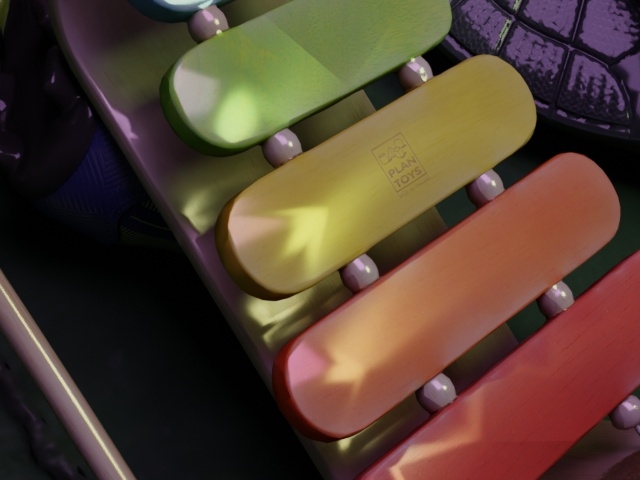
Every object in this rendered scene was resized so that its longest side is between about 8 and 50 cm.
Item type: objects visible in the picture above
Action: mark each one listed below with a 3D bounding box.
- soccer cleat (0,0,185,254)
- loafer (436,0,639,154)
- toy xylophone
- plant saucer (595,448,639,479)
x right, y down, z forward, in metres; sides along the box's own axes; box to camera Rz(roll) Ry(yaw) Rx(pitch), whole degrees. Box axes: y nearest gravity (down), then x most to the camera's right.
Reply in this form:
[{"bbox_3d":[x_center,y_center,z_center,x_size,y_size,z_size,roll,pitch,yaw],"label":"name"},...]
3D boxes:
[{"bbox_3d":[-0.093,-0.103,0.660,0.121,0.093,0.289,30,32,-32],"label":"soccer cleat"},{"bbox_3d":[0.166,-0.076,0.717,0.267,0.084,0.096,22,76,9],"label":"loafer"},{"bbox_3d":[0.000,0.000,0.516,0.322,0.081,0.236,52,53,-5],"label":"toy xylophone"},{"bbox_3d":[0.162,0.154,0.469,0.199,0.036,0.198,13,59,-23],"label":"plant saucer"}]
